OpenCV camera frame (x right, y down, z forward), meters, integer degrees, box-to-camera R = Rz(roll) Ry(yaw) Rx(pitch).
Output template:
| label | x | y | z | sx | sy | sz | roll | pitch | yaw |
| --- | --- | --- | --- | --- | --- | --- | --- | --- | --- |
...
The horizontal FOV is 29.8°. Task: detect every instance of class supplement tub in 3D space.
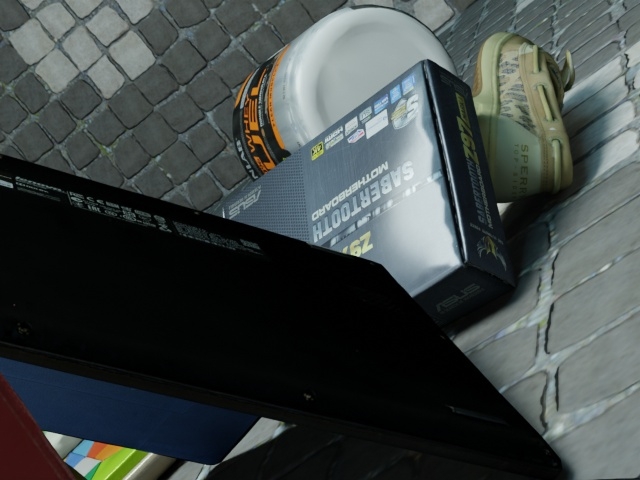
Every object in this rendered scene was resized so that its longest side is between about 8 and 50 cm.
| label | x | y | z | sx | sy | sz | roll | pitch | yaw |
| --- | --- | --- | --- | --- | --- | --- | --- | --- | --- |
| supplement tub | 0.013 | -0.149 | 1.458 | 0.207 | 0.207 | 0.338 | -43 | 9 | -17 |

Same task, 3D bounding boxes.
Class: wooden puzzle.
| label | x | y | z | sx | sy | sz | roll | pitch | yaw |
| --- | --- | --- | --- | --- | --- | --- | --- | --- | --- |
| wooden puzzle | -0.218 | 0.230 | 1.096 | 0.221 | 0.044 | 0.239 | -44 | 10 | -24 |

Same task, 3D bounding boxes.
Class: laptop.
| label | x | y | z | sx | sy | sz | roll | pitch | yaw |
| --- | --- | --- | --- | --- | --- | --- | --- | --- | --- |
| laptop | -0.153 | 0.088 | 0.672 | 0.236 | 0.382 | 0.408 | -69 | 22 | 12 |

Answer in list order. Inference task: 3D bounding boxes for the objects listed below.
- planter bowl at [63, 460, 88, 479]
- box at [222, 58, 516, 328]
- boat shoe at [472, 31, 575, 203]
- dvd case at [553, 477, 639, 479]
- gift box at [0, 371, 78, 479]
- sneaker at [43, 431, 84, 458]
| label | x | y | z | sx | sy | sz | roll | pitch | yaw |
| --- | --- | --- | --- | --- | --- | --- | --- | --- | --- |
| planter bowl | -0.224 | 0.218 | 0.752 | 0.090 | 0.217 | 0.217 | -56 | 3 | 21 |
| box | 0.024 | 0.002 | 0.895 | 0.233 | 0.059 | 0.183 | -33 | 49 | 34 |
| boat shoe | 0.173 | -0.101 | 1.012 | 0.089 | 0.104 | 0.285 | 3 | 29 | 13 |
| dvd case | 0.030 | 0.181 | 0.430 | 0.253 | 0.022 | 0.180 | -45 | 11 | -29 |
| gift box | -0.208 | 0.181 | 0.376 | 0.258 | 0.255 | 0.276 | -5 | 28 | 46 |
| sneaker | -0.384 | 0.221 | 1.317 | 0.410 | 0.182 | 0.158 | -53 | 13 | -31 |
